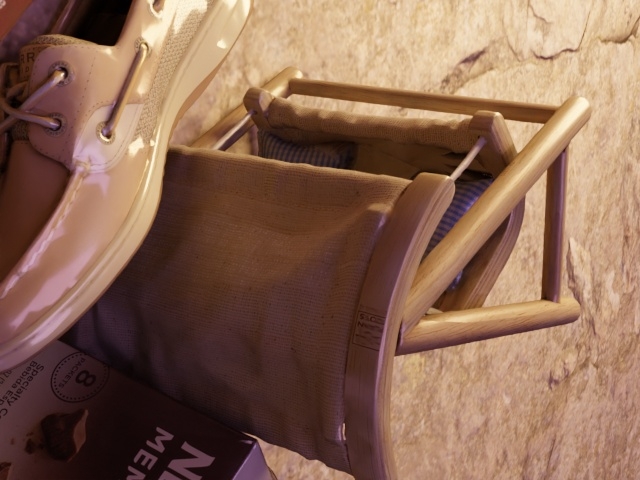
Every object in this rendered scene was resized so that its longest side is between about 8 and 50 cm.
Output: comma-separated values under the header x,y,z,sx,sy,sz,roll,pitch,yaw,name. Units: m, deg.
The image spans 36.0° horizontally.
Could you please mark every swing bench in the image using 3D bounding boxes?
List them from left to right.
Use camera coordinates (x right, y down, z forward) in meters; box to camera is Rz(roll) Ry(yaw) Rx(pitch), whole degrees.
x,y,z,sx,sy,sz,roll,pitch,yaw,name
0.000,0.000,0.624,0.254,0.253,0.165,-26,120,-47,swing bench

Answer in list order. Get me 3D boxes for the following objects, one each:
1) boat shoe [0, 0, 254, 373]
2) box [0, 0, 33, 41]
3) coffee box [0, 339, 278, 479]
x,y,z,sx,sy,sz,roll,pitch,yaw,name
-0.139,-0.070,0.550,0.098,0.109,0.302,50,55,-41,boat shoe
-0.282,-0.039,0.340,0.381,0.143,0.191,-61,141,-24,box
-0.166,0.215,0.524,0.297,0.168,0.119,-54,152,-27,coffee box
